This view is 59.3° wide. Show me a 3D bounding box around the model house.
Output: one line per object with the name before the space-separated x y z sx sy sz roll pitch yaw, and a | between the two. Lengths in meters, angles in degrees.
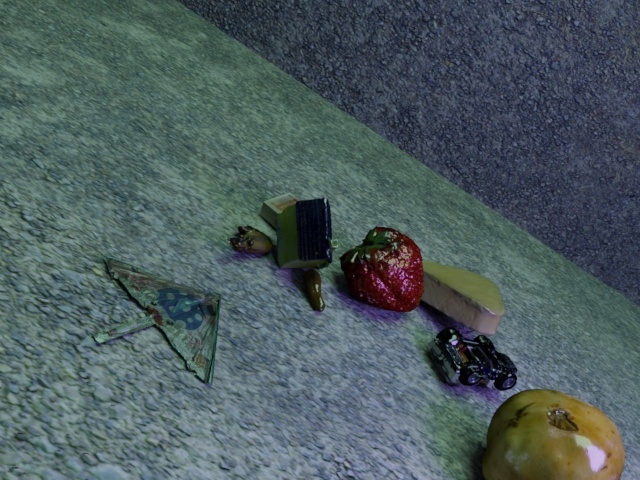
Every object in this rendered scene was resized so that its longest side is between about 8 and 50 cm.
model house | -0.010 -0.024 1.649 0.170 0.211 0.193 7 75 -32

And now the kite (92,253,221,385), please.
kite | -0.350 0.166 1.257 0.406 0.014 0.368 45 29 18

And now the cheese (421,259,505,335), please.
cheese | 0.514 0.185 2.009 0.384 0.104 0.384 18 16 -6

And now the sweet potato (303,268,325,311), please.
sweet potato | -0.019 0.138 1.642 0.053 0.054 0.182 16 33 -22

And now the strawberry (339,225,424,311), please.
strawberry | 0.216 0.111 1.770 0.288 0.250 0.238 54 14 -19

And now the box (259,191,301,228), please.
box | -0.082 -0.070 1.853 0.201 0.058 0.141 38 38 24

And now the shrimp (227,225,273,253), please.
shrimp | -0.225 0.003 1.621 0.117 0.066 0.262 29 8 21

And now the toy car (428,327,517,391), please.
toy car | 0.482 0.383 1.738 0.301 0.118 0.193 18 25 -31

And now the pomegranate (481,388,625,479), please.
pomegranate | 0.561 0.533 1.371 0.333 0.332 0.332 27 27 -15
